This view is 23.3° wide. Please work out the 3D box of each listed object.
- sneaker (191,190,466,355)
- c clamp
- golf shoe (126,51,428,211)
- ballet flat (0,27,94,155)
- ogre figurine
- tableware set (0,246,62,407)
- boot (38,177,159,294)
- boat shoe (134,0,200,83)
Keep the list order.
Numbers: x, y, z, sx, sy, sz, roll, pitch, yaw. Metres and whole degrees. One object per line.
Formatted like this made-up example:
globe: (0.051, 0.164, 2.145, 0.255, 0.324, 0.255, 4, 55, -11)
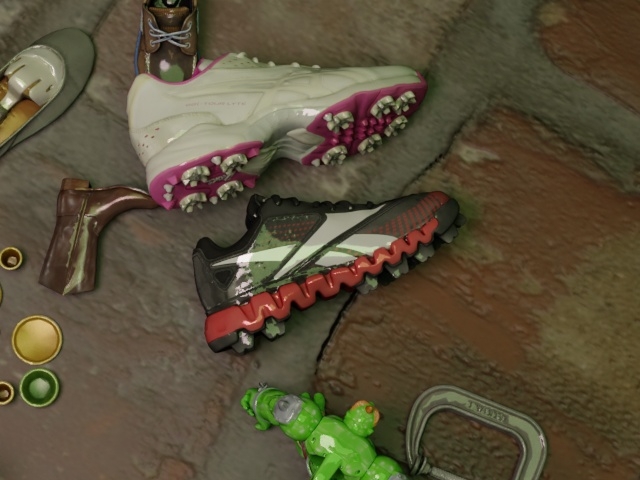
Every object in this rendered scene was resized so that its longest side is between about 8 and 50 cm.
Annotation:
sneaker: (0.000, 0.000, 1.471, 0.276, 0.097, 0.135, -24, 84, -8)
c clamp: (0.148, 0.217, 1.481, 0.160, 0.022, 0.137, 28, 78, 0)
golf shoe: (-0.041, -0.134, 1.472, 0.306, 0.115, 0.140, -18, 65, -27)
ballet flat: (-0.298, -0.129, 1.485, 0.072, 0.068, 0.213, 44, 78, 4)
ogre figurine: (0.017, 0.195, 1.425, 0.097, 0.118, 0.197, -34, 84, -10)
tableware set: (-0.298, 0.084, 1.467, 0.104, 0.024, 0.154, -4, 79, -6)
boot: (-0.210, 0.003, 1.483, 0.106, 0.037, 0.114, 7, 75, 10)
boat shoe: (-0.151, -0.208, 1.514, 0.066, 0.066, 0.183, -3, 80, -6)
